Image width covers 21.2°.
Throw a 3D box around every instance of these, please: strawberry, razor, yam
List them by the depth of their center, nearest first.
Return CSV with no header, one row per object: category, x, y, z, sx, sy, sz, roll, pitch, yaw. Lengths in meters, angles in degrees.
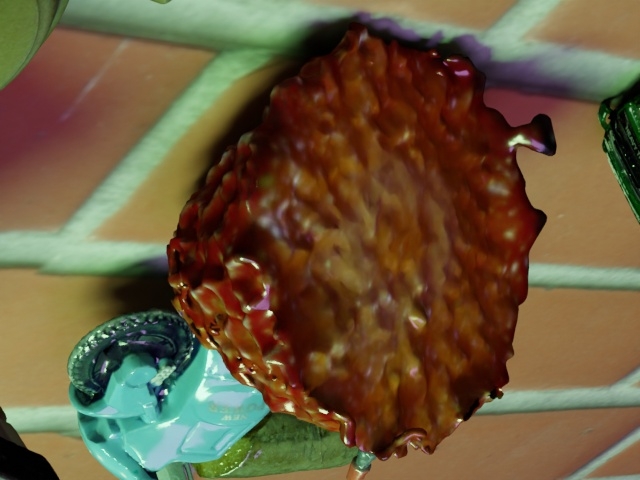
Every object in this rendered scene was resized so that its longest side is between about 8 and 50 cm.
strawberry,0.000,0.000,0.934,0.234,0.234,0.178,5,173,-44
yam,-0.029,0.139,1.268,0.146,0.069,0.070,1,147,-38
razor,-0.119,0.219,1.385,0.040,0.068,0.135,-14,166,-9

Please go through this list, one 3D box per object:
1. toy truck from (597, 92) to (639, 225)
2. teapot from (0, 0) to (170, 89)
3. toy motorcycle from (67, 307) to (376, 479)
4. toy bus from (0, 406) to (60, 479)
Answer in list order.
toy truck,0.301,-0.092,1.039,0.259,0.088,0.121,-25,156,5
teapot,-0.168,-0.106,0.538,0.268,0.175,0.185,-6,149,-30
toy motorcycle,-0.042,0.092,1.102,0.272,0.123,0.182,-7,141,-27
toy bus,-0.365,0.161,0.752,0.440,0.249,0.209,-40,154,2
